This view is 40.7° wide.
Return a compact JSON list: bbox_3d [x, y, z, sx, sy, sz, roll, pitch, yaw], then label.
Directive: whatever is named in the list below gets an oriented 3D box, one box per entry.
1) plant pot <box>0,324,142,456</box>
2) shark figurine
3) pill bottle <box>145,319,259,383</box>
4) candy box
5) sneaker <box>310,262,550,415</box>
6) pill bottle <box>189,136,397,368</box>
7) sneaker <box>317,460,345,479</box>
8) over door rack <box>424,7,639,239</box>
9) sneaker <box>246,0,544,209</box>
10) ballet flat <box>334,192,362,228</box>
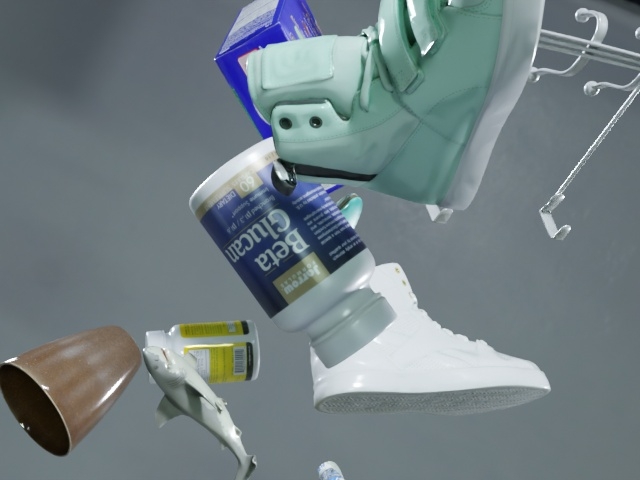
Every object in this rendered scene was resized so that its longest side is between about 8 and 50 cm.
[{"bbox_3d":[-0.474,0.270,1.706,0.215,0.215,0.230,28,44,28],"label":"plant pot"},{"bbox_3d":[-0.206,0.290,1.395,0.278,0.116,0.166,53,1,-1],"label":"shark figurine"},{"bbox_3d":[-0.229,0.218,1.661,0.208,0.119,0.119,-2,11,-14],"label":"pill bottle"},{"bbox_3d":[-0.038,-0.247,1.384,0.268,0.122,0.317,59,16,-23],"label":"candy box"},{"bbox_3d":[0.120,0.103,0.961,0.292,0.169,0.108,8,-33,-27],"label":"sneaker"},{"bbox_3d":[-0.017,0.011,0.670,0.169,0.094,0.094,53,5,3],"label":"pill bottle"},{"bbox_3d":[0.042,0.484,1.638,0.135,0.052,0.058,50,4,-22],"label":"sneaker"},{"bbox_3d":[0.290,-0.167,1.177,0.239,0.324,0.108,6,33,-26],"label":"over door rack"},{"bbox_3d":[0.032,-0.109,0.484,0.151,0.094,0.256,5,-37,-2],"label":"sneaker"},{"bbox_3d":[0.000,0.000,1.344,0.070,0.188,0.070,24,-26,12],"label":"ballet flat"}]
